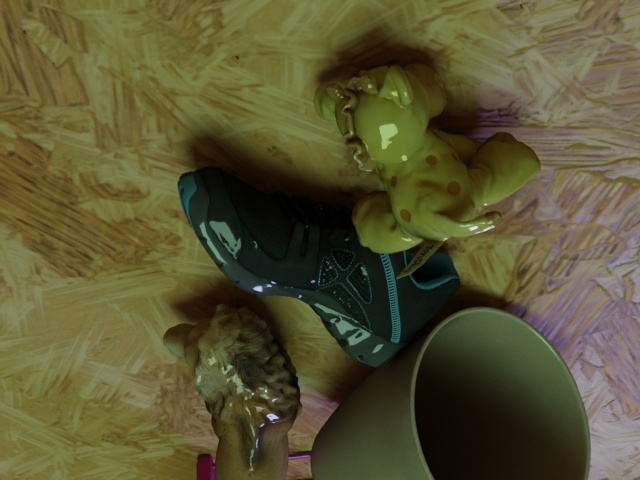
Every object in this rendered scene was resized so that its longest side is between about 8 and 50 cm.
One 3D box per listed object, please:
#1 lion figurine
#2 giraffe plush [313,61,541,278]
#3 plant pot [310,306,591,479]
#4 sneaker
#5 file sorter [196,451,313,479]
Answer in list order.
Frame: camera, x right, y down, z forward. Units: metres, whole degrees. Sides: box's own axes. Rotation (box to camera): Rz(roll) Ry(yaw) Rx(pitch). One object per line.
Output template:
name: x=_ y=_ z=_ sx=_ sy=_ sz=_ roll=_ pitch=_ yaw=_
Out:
lion figurine: x=-0.084 y=0.271 z=1.567 sx=0.142 sy=0.392 sz=0.240 roll=-6 pitch=170 yaw=1
giraffe plush: x=0.077 y=-0.087 z=1.294 sx=0.181 sy=0.210 sz=0.170 roll=-22 pitch=105 yaw=27
plant pot: x=0.118 y=0.233 z=1.604 sx=0.256 sy=0.256 sz=0.274 roll=26 pitch=149 yaw=-27
sneaker: x=0.000 y=0.000 z=1.425 sx=0.140 sy=0.125 sz=0.341 roll=-41 pitch=133 yaw=20
file sorter: x=-0.047 y=0.433 z=1.834 sx=0.182 sy=0.202 sz=0.290 roll=-6 pitch=138 yaw=2
